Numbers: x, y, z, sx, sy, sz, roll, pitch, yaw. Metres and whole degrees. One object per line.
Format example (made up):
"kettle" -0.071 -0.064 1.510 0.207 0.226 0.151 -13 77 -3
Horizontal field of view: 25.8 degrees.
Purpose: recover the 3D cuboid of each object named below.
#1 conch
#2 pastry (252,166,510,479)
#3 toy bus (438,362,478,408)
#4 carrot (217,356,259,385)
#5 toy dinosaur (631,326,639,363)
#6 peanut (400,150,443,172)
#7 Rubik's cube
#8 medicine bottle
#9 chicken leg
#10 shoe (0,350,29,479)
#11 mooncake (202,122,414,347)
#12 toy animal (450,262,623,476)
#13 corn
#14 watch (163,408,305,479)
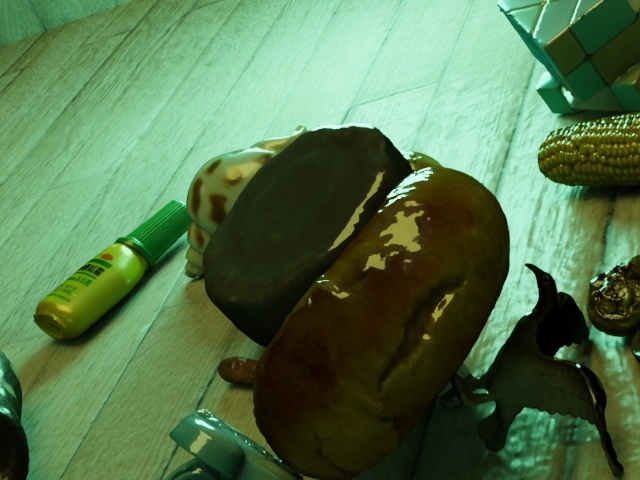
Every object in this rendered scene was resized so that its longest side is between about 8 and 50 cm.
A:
"conch" -0.107 -0.052 2.076 0.275 0.183 0.149 -31 48 28
"pastry" 0.066 0.084 1.393 0.356 0.164 0.356 -54 -6 -8
"toy bus" 0.135 0.144 1.561 0.052 0.058 0.102 -38 22 -1
"carrot" -0.068 0.168 1.742 0.165 0.036 0.035 4 38 43
"toy dinosaur" 0.410 0.116 1.404 0.187 0.087 0.179 -5 -9 10
"peanut" 0.092 -0.067 1.963 0.236 0.110 0.120 -2 54 54
"Rubik's cube" 0.392 -0.295 2.007 0.224 0.213 0.265 -38 35 9
"medicine bottle" -0.311 0.042 2.171 0.111 0.076 0.309 5 38 46
"chicken leg" 0.354 0.042 1.547 0.093 0.070 0.178 -40 -4 42
"shoe" -0.465 0.259 1.779 0.237 0.171 0.384 -17 27 33
"mooncake" 0.000 0.000 1.783 0.306 0.154 0.306 -26 38 23
"toy animal" 0.208 0.122 1.399 0.160 0.197 0.272 -27 29 5
"corn" 0.413 -0.118 1.753 0.310 0.101 0.101 -3 34 37
"watch" -0.108 0.292 1.404 0.193 0.211 0.211 -55 31 -7
